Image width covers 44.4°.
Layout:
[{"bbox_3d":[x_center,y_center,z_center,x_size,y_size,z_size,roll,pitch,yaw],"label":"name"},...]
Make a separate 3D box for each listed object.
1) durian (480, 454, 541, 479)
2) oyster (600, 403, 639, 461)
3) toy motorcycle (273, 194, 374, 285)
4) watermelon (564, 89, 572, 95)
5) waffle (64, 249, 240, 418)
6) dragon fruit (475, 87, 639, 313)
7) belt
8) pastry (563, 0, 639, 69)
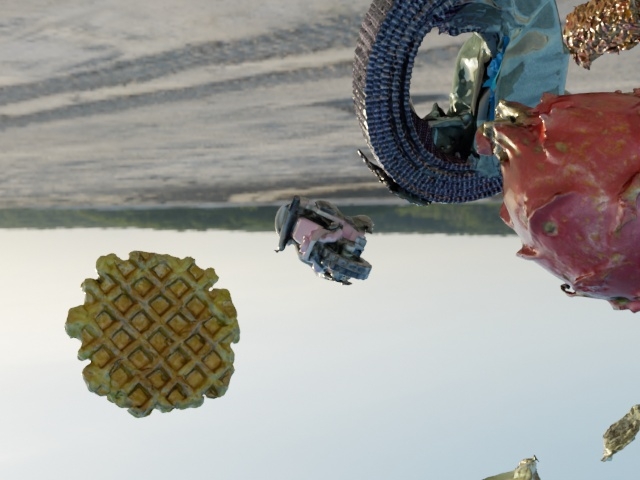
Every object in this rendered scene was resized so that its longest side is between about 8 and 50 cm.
[{"bbox_3d":[0.229,0.329,0.946,0.144,0.139,0.252,42,-172,27],"label":"durian"},{"bbox_3d":[0.476,0.304,1.237,0.037,0.098,0.100,43,-158,18],"label":"oyster"},{"bbox_3d":[0.000,0.000,1.460,0.188,0.143,0.327,22,-169,-4],"label":"toy motorcycle"},{"bbox_3d":[0.341,-0.196,1.343,0.204,0.127,0.232,-18,167,-7],"label":"watermelon"},{"bbox_3d":[-0.301,0.170,1.431,0.325,0.302,0.068,4,168,-23],"label":"waffle"},{"bbox_3d":[0.270,-0.051,0.748,0.268,0.205,0.210,38,-175,12],"label":"dragon fruit"},{"bbox_3d":[0.172,-0.205,0.975,0.260,0.325,0.122,0,-155,-8],"label":"belt"},{"bbox_3d":[0.371,-0.288,1.017,0.063,0.087,0.169,14,165,-21],"label":"pastry"}]
